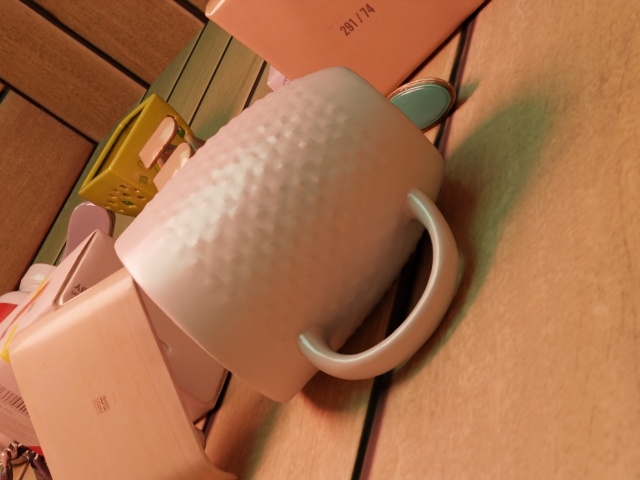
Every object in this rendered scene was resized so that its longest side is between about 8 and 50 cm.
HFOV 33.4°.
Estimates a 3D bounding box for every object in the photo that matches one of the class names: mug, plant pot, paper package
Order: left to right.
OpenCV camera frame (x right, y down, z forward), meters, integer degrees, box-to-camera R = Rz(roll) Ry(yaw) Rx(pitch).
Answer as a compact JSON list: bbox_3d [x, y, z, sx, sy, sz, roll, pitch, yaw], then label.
[{"bbox_3d":[-0.384,-0.163,2.431,0.228,0.207,0.227,-23,36,58],"label":"plant pot"},{"bbox_3d":[0.000,0.000,1.203,0.328,0.276,0.374,-47,49,1],"label":"mug"},{"bbox_3d":[0.044,-0.386,1.608,0.325,0.309,0.168,-42,23,31],"label":"paper package"}]

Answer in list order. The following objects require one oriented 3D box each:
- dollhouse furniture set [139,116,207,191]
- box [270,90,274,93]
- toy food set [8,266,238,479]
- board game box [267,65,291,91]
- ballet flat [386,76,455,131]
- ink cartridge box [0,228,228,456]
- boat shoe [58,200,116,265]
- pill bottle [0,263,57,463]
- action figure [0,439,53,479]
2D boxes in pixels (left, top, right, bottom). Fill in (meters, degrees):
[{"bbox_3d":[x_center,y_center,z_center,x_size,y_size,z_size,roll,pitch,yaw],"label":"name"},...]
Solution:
[{"bbox_3d":[-0.137,-0.107,1.746,0.161,0.212,0.242,-51,47,18],"label":"dollhouse furniture set"},{"bbox_3d":[-0.082,-0.227,2.034,0.233,0.059,0.183,-45,21,29],"label":"box"},{"bbox_3d":[-0.251,0.203,1.354,0.219,0.306,0.092,-29,-12,22],"label":"toy food set"},{"bbox_3d":[0.051,-0.416,1.925,0.318,0.066,0.319,-34,25,21],"label":"board game box"},{"bbox_3d":[0.113,-0.173,1.465,0.206,0.073,0.067,-32,15,42],"label":"ballet flat"},{"bbox_3d":[-0.341,0.191,1.628,0.384,0.279,0.160,-37,24,43],"label":"ink cartridge box"},{"bbox_3d":[-0.575,0.060,2.584,0.156,0.135,0.367,-70,-4,-75],"label":"boat shoe"},{"bbox_3d":[-0.659,0.263,2.352,0.229,0.229,0.408,-28,33,53],"label":"pill bottle"},{"bbox_3d":[-0.522,0.408,1.934,0.275,0.141,0.164,-30,9,-7],"label":"action figure"}]
